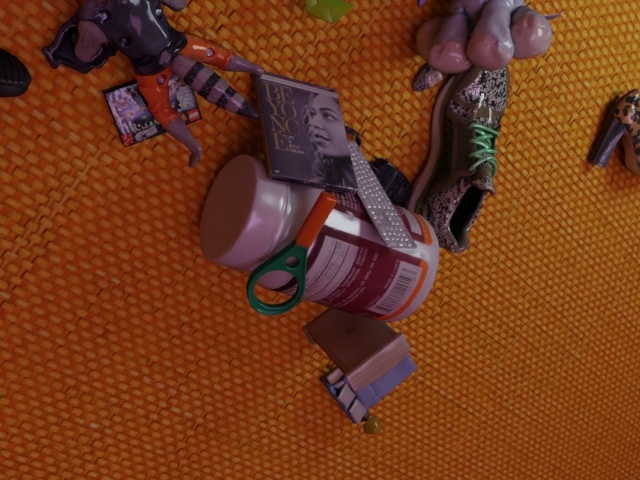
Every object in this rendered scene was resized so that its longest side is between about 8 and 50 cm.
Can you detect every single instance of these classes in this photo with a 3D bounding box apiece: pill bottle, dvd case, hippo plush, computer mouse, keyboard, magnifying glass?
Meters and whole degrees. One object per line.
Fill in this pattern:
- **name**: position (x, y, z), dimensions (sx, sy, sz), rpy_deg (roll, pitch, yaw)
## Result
- **pill bottle**: position (0.000, 0.000, 1.263), dimensions (0.392, 0.224, 0.224), rpy_deg (20, 101, -32)
- **dvd case**: position (-0.026, -0.184, 1.191), dimensions (0.165, 0.221, 0.018), rpy_deg (8, 146, -30)
- **hippo plush**: position (0.289, -0.443, 1.211), dimensions (0.294, 0.234, 0.236), rpy_deg (-27, 123, -14)
- **computer mouse**: position (0.088, -0.146, 1.363), dimensions (0.242, 0.041, 0.071), rpy_deg (39, 82, -28)
- **keyboard**: position (0.086, -0.086, 1.232), dimensions (0.072, 0.256, 0.014), rpy_deg (7, 135, -43)
- **magnifying glass**: position (-0.041, 0.023, 1.109), dimensions (0.092, 0.026, 0.231), rpy_deg (21, 115, -23)

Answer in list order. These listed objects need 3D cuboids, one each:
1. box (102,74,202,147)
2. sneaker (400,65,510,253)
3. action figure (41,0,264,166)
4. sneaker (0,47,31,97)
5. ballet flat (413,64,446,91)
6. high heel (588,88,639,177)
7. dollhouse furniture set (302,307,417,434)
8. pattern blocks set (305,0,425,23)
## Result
- **box**: position (-0.269, -0.218, 1.140), dimensions (0.137, 0.027, 0.094), rpy_deg (-25, 122, -17)
- **sneaker**: position (0.302, -0.152, 1.380), dimensions (0.158, 0.182, 0.410), rpy_deg (7, 108, -30)
- **action figure**: position (-0.212, -0.324, 1.030), dimensions (0.341, 0.178, 0.330), rpy_deg (-50, 122, -4)
- **sneaker**: position (-0.568, -0.210, 0.945), dimensions (0.331, 0.122, 0.146), rpy_deg (2, 129, -30)
- **ballet flat**: position (0.226, -0.325, 1.349), dimensions (0.114, 0.041, 0.041), rpy_deg (-42, 125, -5)
- **high heel**: position (0.766, -0.239, 1.639), dimensions (0.261, 0.093, 0.186), rpy_deg (10, 114, -22)
- **dollhouse furniture set**: position (0.158, 0.259, 1.480), dimensions (0.286, 0.198, 0.303), rpy_deg (-36, 124, -9)
- **pattern blocks set**: position (0.050, -0.488, 1.117), dimensions (0.325, 0.026, 0.285), rpy_deg (26, 101, -9)
